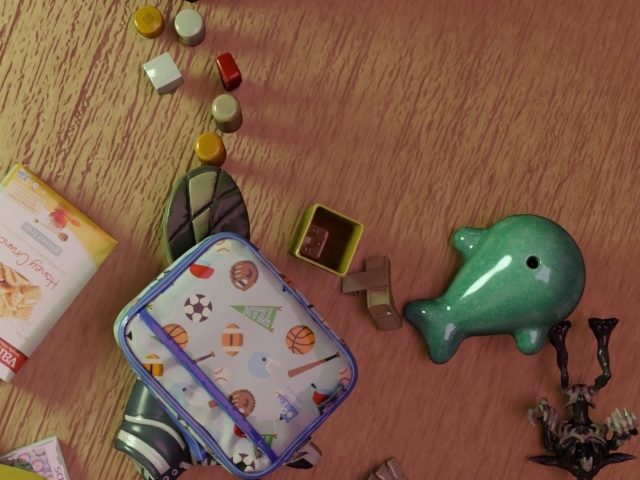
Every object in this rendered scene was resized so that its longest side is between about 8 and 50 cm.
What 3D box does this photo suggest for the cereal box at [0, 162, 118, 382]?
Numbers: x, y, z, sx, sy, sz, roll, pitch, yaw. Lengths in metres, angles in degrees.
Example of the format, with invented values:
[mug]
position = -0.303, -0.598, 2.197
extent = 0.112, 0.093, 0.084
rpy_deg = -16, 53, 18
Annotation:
[cereal box]
position = -0.406, 0.043, 1.897
extent = 0.173, 0.047, 0.240
rpy_deg = 39, 77, -17

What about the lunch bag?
[lunch bag]
position = -0.111, 0.158, 1.882
extent = 0.243, 0.115, 0.303
rpy_deg = -43, 98, -13

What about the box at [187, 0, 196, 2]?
[box]
position = -0.143, -0.492, 1.864
extent = 0.182, 0.294, 0.296
rpy_deg = 23, 82, -22

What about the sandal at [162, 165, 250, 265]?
[sandal]
position = -0.154, 0.043, 1.982
extent = 0.120, 0.086, 0.303
rpy_deg = -15, 112, -18

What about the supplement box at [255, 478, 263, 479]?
[supplement box]
position = -0.051, 0.449, 2.021
extent = 0.078, 0.080, 0.233
rpy_deg = -36, 101, -18

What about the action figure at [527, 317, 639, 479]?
[action figure]
position = 0.388, 0.256, 2.150
extent = 0.164, 0.141, 0.276
rpy_deg = -3, 89, 10

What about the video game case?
[video game case]
position = -0.404, 0.353, 1.915
extent = 0.157, 0.019, 0.143
rpy_deg = -18, 97, -20

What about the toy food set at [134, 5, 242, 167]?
[toy food set]
position = -0.169, -0.217, 1.980
extent = 0.111, 0.104, 0.232
rpy_deg = -30, 83, -5

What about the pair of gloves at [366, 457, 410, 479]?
[pair of gloves]
position = 0.096, 0.441, 2.036
extent = 0.204, 0.042, 0.240
rpy_deg = 53, 45, 3

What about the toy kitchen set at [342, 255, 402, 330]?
[toy kitchen set]
position = 0.076, 0.080, 2.098
extent = 0.068, 0.075, 0.083
rpy_deg = -11, 55, 15

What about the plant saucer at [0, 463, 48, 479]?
[plant saucer]
position = -0.537, 0.413, 1.782
extent = 0.332, 0.081, 0.333
rpy_deg = 21, 97, -23

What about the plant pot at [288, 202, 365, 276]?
[plant pot]
position = 0.000, 0.000, 2.034
extent = 0.081, 0.083, 0.081
rpy_deg = 25, 81, -19

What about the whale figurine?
[whale figurine]
position = 0.258, 0.070, 2.096
extent = 0.272, 0.141, 0.216
rpy_deg = -28, 80, -7

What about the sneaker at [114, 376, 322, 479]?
[sneaker]
position = -0.146, 0.289, 1.972
extent = 0.282, 0.099, 0.153
rpy_deg = 28, 79, -15
